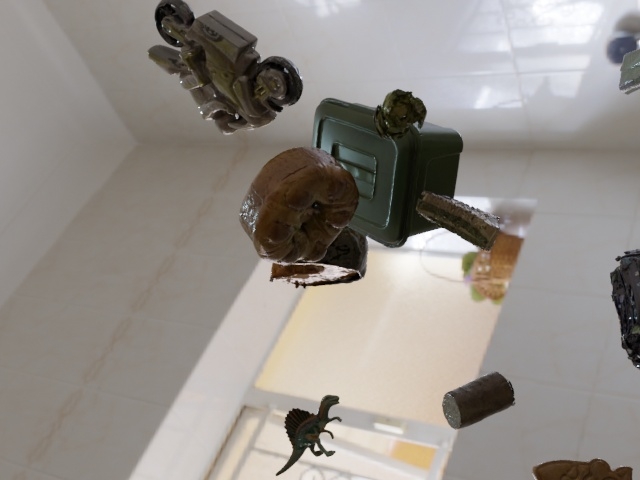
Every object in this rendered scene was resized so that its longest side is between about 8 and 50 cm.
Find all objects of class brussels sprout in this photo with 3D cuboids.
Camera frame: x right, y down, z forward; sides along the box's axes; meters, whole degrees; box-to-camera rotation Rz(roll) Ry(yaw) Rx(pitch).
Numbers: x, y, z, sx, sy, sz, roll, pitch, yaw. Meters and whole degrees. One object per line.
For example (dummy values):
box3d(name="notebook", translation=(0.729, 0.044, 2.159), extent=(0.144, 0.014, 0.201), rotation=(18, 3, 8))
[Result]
box3d(name="brussels sprout", translation=(0.118, -0.194, 1.230), extent=(0.085, 0.058, 0.085), rotation=(-8, -70, -22))

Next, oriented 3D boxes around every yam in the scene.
box3d(name="yam", translation=(0.294, 0.299, 1.495), extent=(0.127, 0.084, 0.084), rotation=(-15, -71, -21))

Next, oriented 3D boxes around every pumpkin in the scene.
box3d(name="pumpkin", translation=(0.000, 0.000, 2.061), extent=(0.256, 0.303, 0.226), rotation=(3, -100, -23))

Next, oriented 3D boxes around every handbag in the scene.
box3d(name="handbag", translation=(0.621, 0.118, 1.453), extent=(0.113, 0.162, 0.260), rotation=(53, -147, -45))

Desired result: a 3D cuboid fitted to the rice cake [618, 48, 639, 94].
box3d(name="rice cake", translation=(0.595, -0.315, 1.398), extent=(0.222, 0.042, 0.080), rotation=(165, 120, -79))

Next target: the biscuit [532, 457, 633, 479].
box3d(name="biscuit", translation=(0.511, 0.481, 1.492), extent=(0.035, 0.250, 0.162), rotation=(118, 177, -77))

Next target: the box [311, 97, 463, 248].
box3d(name="box", translation=(0.131, -0.152, 1.633), extent=(0.177, 0.328, 0.253), rotation=(-11, -64, -35))

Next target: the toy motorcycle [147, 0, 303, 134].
box3d(name="toy motorcycle", translation=(-0.188, -0.311, 1.510), extent=(0.108, 0.340, 0.223), rotation=(-43, -19, -43))

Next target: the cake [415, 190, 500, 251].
box3d(name="cake", translation=(0.221, -0.037, 1.267), extent=(0.055, 0.140, 0.051), rotation=(-35, -29, -59))

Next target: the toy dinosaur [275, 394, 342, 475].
box3d(name="toy dinosaur", translation=(-0.030, 0.361, 1.486), extent=(0.106, 0.187, 0.044), rotation=(62, -156, -1))

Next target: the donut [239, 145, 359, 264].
box3d(name="donut", translation=(-0.036, -0.059, 1.407), extent=(0.226, 0.114, 0.227), rotation=(-28, -36, -22))
